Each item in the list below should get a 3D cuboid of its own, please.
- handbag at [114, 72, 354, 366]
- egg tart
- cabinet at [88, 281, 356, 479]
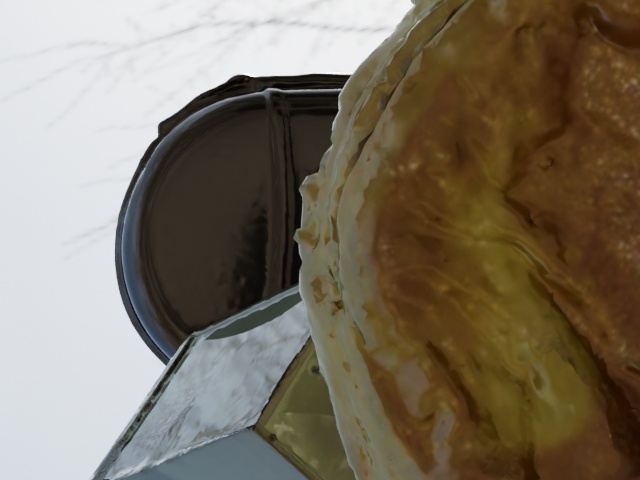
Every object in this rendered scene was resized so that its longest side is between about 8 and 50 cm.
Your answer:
[{"bbox_3d":[0.000,0.000,1.406,0.308,0.093,0.254,-1,-91,-5],"label":"handbag"},{"bbox_3d":[0.161,0.022,0.806,0.150,0.352,0.352,-13,-89,-76],"label":"egg tart"},{"bbox_3d":[-0.010,0.129,1.155,0.150,0.206,0.145,43,-126,-14],"label":"cabinet"}]
